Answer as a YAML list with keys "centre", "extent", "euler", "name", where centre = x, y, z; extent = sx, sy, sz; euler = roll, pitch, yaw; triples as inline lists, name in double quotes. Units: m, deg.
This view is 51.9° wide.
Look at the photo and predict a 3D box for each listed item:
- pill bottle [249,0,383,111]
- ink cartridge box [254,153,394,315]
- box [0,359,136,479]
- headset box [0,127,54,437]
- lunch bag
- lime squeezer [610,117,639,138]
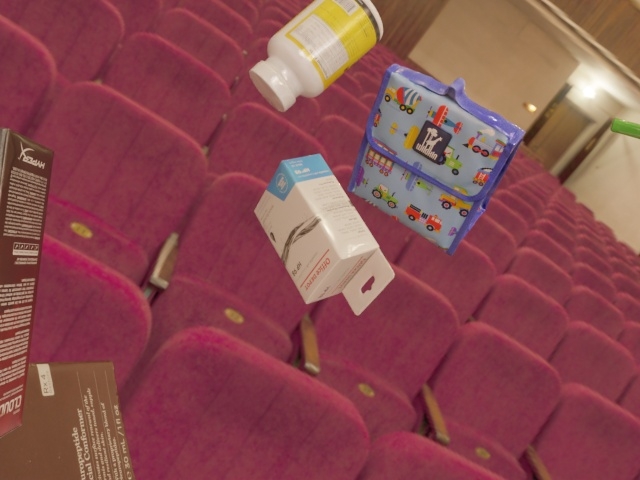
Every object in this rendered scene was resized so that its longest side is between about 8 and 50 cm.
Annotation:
- centre: [-0.008, -0.268, 0.926]
  extent: [0.103, 0.184, 0.103]
  euler: [46, -8, 8]
  name: "pill bottle"
- centre: [0.000, 0.000, 0.783]
  extent: [0.060, 0.104, 0.180]
  euler: [-15, 64, -36]
  name: "ink cartridge box"
- centre: [-0.395, 0.252, 0.798]
  extent: [0.381, 0.143, 0.191]
  euler: [25, 48, -71]
  name: "box"
- centre: [-0.368, 0.046, 0.558]
  extent: [0.218, 0.293, 0.110]
  euler: [5, -3, -2]
  name: "headset box"
- centre: [0.188, -0.148, 1.057]
  extent: [0.221, 0.138, 0.293]
  euler: [33, -30, 14]
  name: "lunch bag"
- centre: [0.436, -0.063, 0.622]
  extent: [0.310, 0.058, 0.110]
  euler: [16, 7, 19]
  name: "lime squeezer"
